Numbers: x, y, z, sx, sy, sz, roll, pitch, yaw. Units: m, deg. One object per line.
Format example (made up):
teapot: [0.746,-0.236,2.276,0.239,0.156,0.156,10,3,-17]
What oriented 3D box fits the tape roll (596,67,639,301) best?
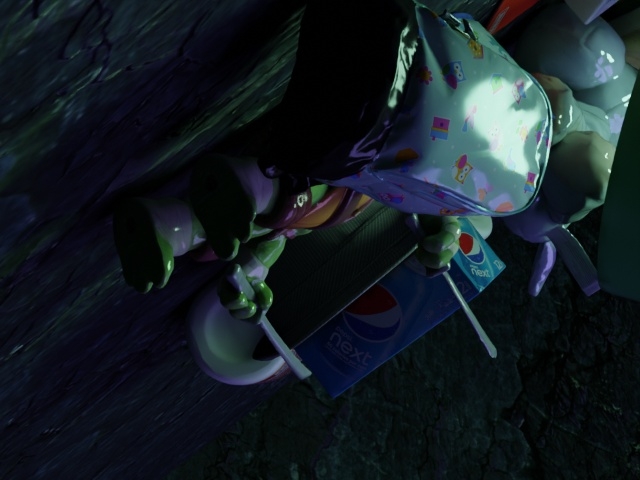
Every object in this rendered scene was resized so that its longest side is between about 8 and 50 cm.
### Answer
tape roll: [0.368,-0.091,1.474,0.321,0.077,0.321,16,90,-71]

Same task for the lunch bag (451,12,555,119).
lunch bag: [0.125,-0.127,1.253,0.096,0.129,0.151,-43,173,16]

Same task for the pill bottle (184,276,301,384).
pill bottle: [-0.076,0.103,1.631,0.121,0.121,0.221,-40,172,1]

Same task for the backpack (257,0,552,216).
backpack: [0.064,-0.078,0.942,0.182,0.115,0.152,23,86,-43]

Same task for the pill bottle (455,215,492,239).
pill bottle: [0.145,0.009,2.163,0.216,0.121,0.121,-43,172,28]

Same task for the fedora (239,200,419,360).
fedora: [0.000,0.000,1.390,0.243,0.124,0.275,-40,179,11]

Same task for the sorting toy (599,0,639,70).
sorting toy: [0.406,-0.245,1.708,0.257,0.089,0.255,6,164,-34]

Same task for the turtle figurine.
turtle figurine: [-0.004,0.018,1.073,0.266,0.197,0.275,-5,109,-48]

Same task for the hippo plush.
hippo plush: [0.278,-0.127,1.532,0.236,0.294,0.234,-45,-163,-22]

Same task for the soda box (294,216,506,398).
soda box: [0.073,0.065,1.378,0.210,0.067,0.071,-40,178,34]

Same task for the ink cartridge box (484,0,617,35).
ink cartridge box: [0.284,-0.287,1.371,0.239,0.060,0.275,-39,172,-19]
